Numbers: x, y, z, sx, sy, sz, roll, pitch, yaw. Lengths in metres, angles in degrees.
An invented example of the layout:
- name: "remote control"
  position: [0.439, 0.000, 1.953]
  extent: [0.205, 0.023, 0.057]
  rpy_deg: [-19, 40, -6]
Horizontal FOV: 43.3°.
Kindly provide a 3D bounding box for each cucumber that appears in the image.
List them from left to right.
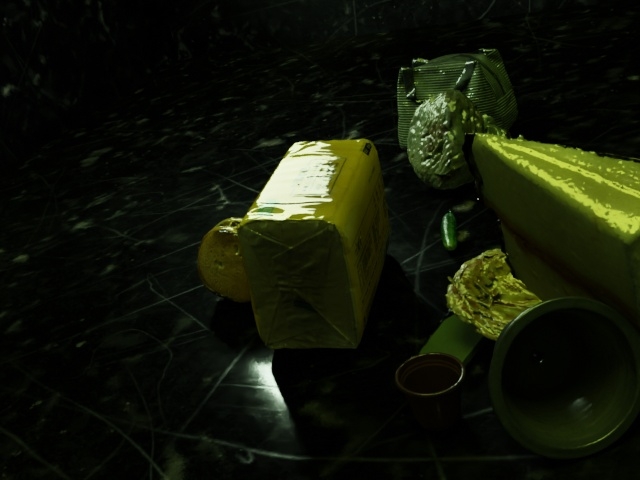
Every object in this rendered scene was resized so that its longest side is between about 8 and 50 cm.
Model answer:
- name: "cucumber"
  position: [0.286, -0.018, 1.793]
  extent: [0.039, 0.039, 0.168]
  rpy_deg: [-9, 29, 12]

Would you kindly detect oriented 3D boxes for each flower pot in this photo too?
- name: "flower pot"
  position: [0.180, 0.244, 1.276]
  extent: [0.111, 0.089, 0.111]
  rpy_deg: [-11, 27, 6]
- name: "flower pot"
  position: [0.345, 0.189, 1.199]
  extent: [0.235, 0.235, 0.148]
  rpy_deg: [-16, 6, -3]

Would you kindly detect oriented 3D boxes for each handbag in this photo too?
- name: "handbag"
  position: [0.373, -0.403, 2.283]
  extent: [0.340, 0.240, 0.247]
  rpy_deg: [-1, 25, 28]

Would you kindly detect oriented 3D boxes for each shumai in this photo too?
- name: "shumai"
  position: [0.356, -0.244, 2.052]
  extent: [0.218, 0.256, 0.189]
  rpy_deg: [6, -11, -25]

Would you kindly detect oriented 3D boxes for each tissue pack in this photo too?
- name: "tissue pack"
  position: [0.000, 0.000, 1.628]
  extent: [0.228, 0.293, 0.382]
  rpy_deg: [-2, 29, 15]

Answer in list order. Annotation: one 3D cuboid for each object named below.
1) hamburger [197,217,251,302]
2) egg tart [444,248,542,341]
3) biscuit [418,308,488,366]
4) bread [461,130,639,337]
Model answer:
- name: "hamburger"
  position: [-0.182, 0.045, 1.770]
  extent: [0.191, 0.182, 0.118]
  rpy_deg: [-50, -4, 29]
- name: "egg tart"
  position: [0.344, 0.115, 1.407]
  extent: [0.252, 0.098, 0.232]
  rpy_deg: [9, 42, 12]
- name: "biscuit"
  position: [0.294, 0.136, 1.489]
  extent: [0.099, 0.038, 0.322]
  rpy_deg: [11, 35, 35]
- name: "bread"
  position: [0.451, 0.000, 1.243]
  extent: [0.242, 0.346, 0.405]
  rpy_deg: [-30, 44, -16]
